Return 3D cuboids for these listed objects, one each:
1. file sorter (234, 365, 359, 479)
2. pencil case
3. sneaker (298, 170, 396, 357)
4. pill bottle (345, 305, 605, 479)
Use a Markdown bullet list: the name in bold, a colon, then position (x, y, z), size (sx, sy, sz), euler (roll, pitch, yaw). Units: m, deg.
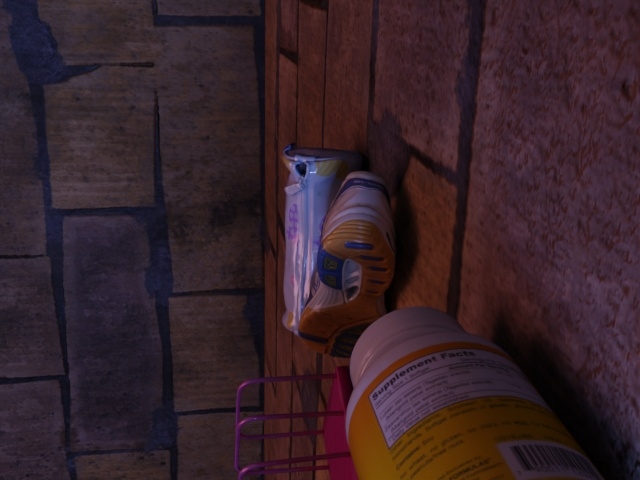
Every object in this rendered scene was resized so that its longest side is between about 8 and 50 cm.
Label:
- **file sorter**: position (-0.035, 0.374, 1.098), size (0.202, 0.182, 0.291), euler (98, 166, -46)
- **pencil case**: position (0.000, 0.000, 1.027), size (0.124, 0.113, 0.273), euler (-60, -28, -70)
- **sneaker**: position (0.044, 0.040, 0.900), size (0.296, 0.111, 0.131), euler (106, 176, -52)
- **pill bottle**: position (0.093, 0.146, 0.474), size (0.246, 0.136, 0.136), euler (-113, 24, -64)
